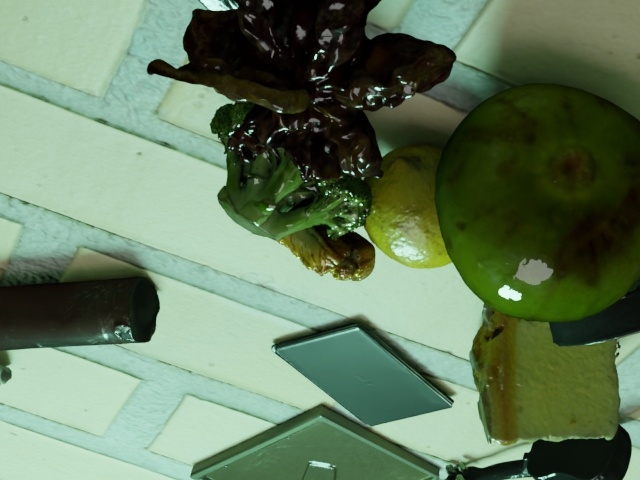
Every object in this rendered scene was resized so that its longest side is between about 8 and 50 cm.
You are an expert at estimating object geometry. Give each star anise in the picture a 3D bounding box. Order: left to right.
[{"bbox_3d":[-0.012,-0.126,1.418,0.190,0.126,0.220,37,128,-16],"label":"star anise"}]

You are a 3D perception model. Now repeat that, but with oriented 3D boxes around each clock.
[{"bbox_3d":[0.292,0.048,1.632,0.184,0.184,0.040,-16,95,34],"label":"clock"}]

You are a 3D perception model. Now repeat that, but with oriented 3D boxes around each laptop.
[{"bbox_3d":[0.047,0.149,1.977,0.129,0.016,0.180,-17,137,36],"label":"laptop"}]

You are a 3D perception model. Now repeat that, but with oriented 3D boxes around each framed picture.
[{"bbox_3d":[-0.008,0.284,2.189,0.192,0.018,0.265,31,141,-27],"label":"framed picture"}]

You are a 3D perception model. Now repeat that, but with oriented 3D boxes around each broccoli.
[{"bbox_3d":[-0.024,-0.067,1.575,0.162,0.138,0.146,35,168,-9],"label":"broccoli"}]

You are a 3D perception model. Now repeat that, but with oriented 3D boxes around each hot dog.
[{"bbox_3d":[0.000,0.000,1.673,0.071,0.045,0.165,19,-171,-25],"label":"hot dog"}]

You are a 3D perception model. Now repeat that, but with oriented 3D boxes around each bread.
[{"bbox_3d":[0.222,0.147,1.813,0.147,0.152,0.127,2,147,-2],"label":"bread"}]

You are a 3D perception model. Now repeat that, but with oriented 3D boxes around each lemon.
[{"bbox_3d":[0.092,-0.029,1.623,0.109,0.109,0.133,-12,136,31],"label":"lemon"}]

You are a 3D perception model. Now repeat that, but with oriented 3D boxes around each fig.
[{"bbox_3d":[0.189,-0.023,1.535,0.203,0.203,0.225,12,166,-1],"label":"fig"}]

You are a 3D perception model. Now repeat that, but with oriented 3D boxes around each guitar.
[{"bbox_3d":[0.232,0.254,2.034,0.271,0.084,0.038,-16,134,44],"label":"guitar"}]

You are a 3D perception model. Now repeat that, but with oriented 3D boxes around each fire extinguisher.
[{"bbox_3d":[-0.305,0.091,1.935,0.267,0.089,0.072,-4,-173,22],"label":"fire extinguisher"}]

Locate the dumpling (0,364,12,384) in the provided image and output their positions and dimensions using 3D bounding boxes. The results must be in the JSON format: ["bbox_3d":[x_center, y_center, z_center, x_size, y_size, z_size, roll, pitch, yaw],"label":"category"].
[{"bbox_3d":[-0.422,0.167,2.074,0.127,0.108,0.188,-26,162,-8],"label":"dumpling"}]

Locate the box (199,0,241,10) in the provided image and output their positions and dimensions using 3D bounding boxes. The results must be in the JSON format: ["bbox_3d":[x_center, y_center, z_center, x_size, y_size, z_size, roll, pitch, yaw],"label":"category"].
[{"bbox_3d":[-0.026,-0.225,1.437,0.177,0.036,0.115,-12,140,31],"label":"box"}]
